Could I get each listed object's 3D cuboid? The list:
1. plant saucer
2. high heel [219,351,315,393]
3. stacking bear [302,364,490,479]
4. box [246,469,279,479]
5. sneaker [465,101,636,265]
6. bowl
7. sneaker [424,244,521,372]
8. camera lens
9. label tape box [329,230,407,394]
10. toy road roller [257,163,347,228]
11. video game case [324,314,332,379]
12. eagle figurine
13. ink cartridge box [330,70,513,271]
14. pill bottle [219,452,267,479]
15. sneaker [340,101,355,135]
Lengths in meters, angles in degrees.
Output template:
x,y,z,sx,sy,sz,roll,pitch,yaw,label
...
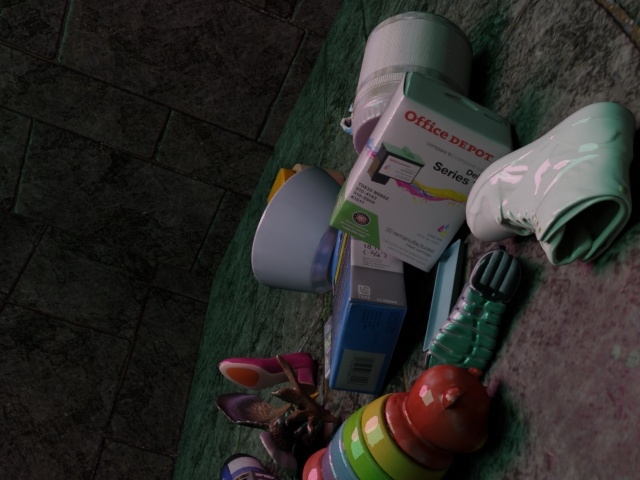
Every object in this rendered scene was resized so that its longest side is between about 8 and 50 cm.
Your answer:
x,y,z,sx,sy,sz,roll,pitch,yaw,label
0.207,0.091,1.170,0.067,0.018,0.192,-48,23,55,plant saucer
-0.125,0.295,1.700,0.117,0.244,0.082,-101,26,-53,high heel
0.118,0.284,0.978,0.289,0.164,0.175,-50,-22,27,stacking bear
-0.116,0.515,1.132,0.183,0.056,0.231,-153,82,-75,box
0.277,-0.033,0.912,0.292,0.108,0.169,-48,23,54,sneaker
0.000,0.000,1.650,0.311,0.163,0.311,-41,-35,-37,bowl
0.225,0.113,1.026,0.223,0.083,0.098,-63,-8,16,sneaker
0.181,-0.291,1.395,0.219,0.219,0.274,132,154,-57,camera lens
0.085,0.087,1.366,0.333,0.106,0.240,-87,6,-50,label tape box
-0.039,-0.023,1.935,0.329,0.203,0.240,116,153,-43,toy road roller
0.055,0.194,1.616,0.173,0.022,0.190,-90,24,-55,video game case
-0.088,0.400,1.544,0.298,0.225,0.226,-38,54,45,eagle figurine
0.168,-0.113,1.210,0.278,0.201,0.117,-61,6,33,ink cartridge box
-0.186,0.606,1.757,0.219,0.123,0.122,-179,108,-76,pill bottle
0.130,-0.374,1.987,0.237,0.086,0.085,-49,23,52,sneaker
